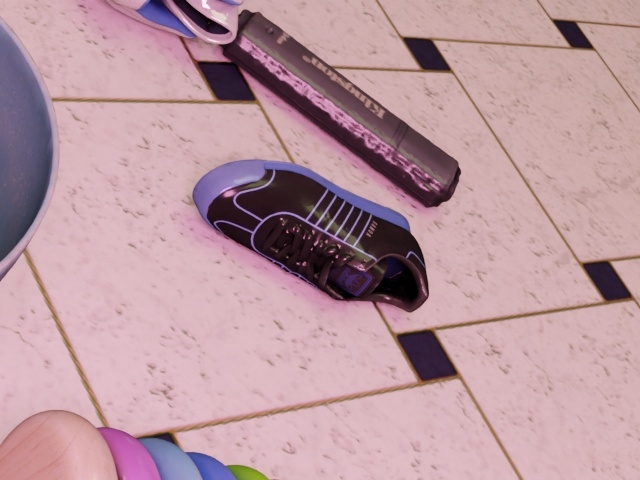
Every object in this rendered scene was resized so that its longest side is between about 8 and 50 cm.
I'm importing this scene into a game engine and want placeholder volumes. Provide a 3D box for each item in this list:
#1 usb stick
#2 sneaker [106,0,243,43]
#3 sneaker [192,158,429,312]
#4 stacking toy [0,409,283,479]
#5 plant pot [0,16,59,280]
[{"bbox_3d":[0.023,-0.132,1.391,0.278,0.045,0.077,36,38,-5],"label":"usb stick"},{"bbox_3d":[-0.104,-0.282,1.383,0.323,0.130,0.236,2,60,-45],"label":"sneaker"},{"bbox_3d":[0.000,0.000,1.207,0.232,0.081,0.090,15,36,-32],"label":"sneaker"},{"bbox_3d":[-0.057,0.206,0.927,0.330,0.141,0.141,17,42,-39],"label":"stacking toy"},{"bbox_3d":[-0.324,-0.024,0.829,0.290,0.195,0.290,16,50,-19],"label":"plant pot"}]
